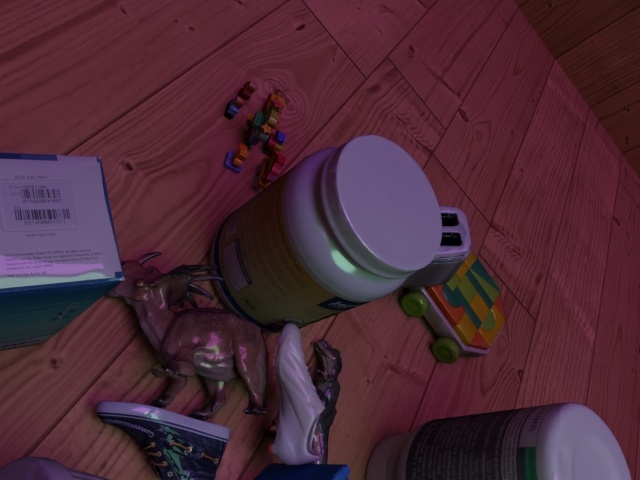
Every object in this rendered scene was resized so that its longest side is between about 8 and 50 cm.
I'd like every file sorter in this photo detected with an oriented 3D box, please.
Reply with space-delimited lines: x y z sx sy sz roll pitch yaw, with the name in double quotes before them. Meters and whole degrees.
"file sorter" -0.036 0.376 0.723 0.118 0.170 0.105 -25 91 -44

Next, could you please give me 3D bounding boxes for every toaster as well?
"toaster" 0.190 0.011 1.046 0.226 0.146 0.129 2 65 -8

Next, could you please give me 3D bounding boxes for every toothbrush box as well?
"toothbrush box" -0.352 0.032 0.525 0.216 0.295 0.126 -4 72 -40

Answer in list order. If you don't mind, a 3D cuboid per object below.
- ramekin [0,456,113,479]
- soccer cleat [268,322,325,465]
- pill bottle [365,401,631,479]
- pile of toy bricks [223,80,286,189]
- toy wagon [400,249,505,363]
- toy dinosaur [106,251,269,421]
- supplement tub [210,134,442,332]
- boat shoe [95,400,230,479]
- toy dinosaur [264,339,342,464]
"ramekin" -0.247 0.348 0.500 0.127 0.272 0.273 29 53 -41
"soccer cleat" -0.030 0.218 0.785 0.068 0.076 0.196 43 45 -70
"pill bottle" 0.248 0.370 0.831 0.204 0.361 0.204 18 60 -34
"pile of toy bricks" -0.102 -0.210 0.980 0.118 0.105 0.212 27 55 -29
"toy wagon" 0.271 0.085 1.185 0.344 0.068 0.267 55 46 -6
"toy dinosaur" -0.154 0.135 0.772 0.295 0.127 0.200 33 45 -32
"supplement tub" 0.000 0.000 0.822 0.228 0.316 0.229 17 60 -33
"boat shoe" -0.206 0.263 0.701 0.183 0.065 0.083 25 62 -26
"toy dinosaur" -0.018 0.274 0.861 0.118 0.064 0.268 29 57 -35
